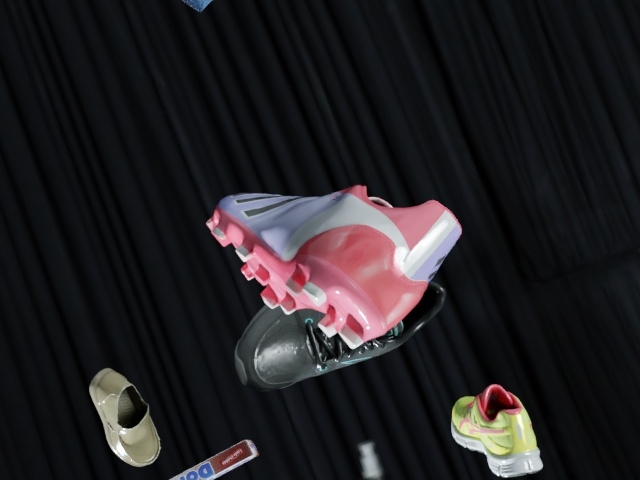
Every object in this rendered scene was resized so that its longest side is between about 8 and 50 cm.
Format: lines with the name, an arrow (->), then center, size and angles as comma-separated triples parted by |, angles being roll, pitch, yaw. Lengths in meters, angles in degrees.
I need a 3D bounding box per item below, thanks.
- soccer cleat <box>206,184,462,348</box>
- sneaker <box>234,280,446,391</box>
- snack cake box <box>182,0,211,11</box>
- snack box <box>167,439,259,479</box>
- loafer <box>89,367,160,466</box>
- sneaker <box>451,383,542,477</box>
soccer cleat -> 0.000, 0.000, 0.627 | 0.095, 0.083, 0.248 | -40, -159, -11
sneaker -> 0.026, 0.094, 1.083 | 0.267, 0.101, 0.106 | -24, -169, -30
snack cake box -> -0.059, -0.278, 0.573 | 0.089, 0.264, 0.152 | 30, 125, -32
snack box -> -0.154, 0.270, 1.050 | 0.178, 0.022, 0.064 | -27, 168, -5
loafer -> -0.232, 0.221, 1.154 | 0.050, 0.148, 0.056 | 12, -135, 43
sneaker -> 0.222, 0.223, 1.213 | 0.082, 0.094, 0.208 | -12, -172, -13
